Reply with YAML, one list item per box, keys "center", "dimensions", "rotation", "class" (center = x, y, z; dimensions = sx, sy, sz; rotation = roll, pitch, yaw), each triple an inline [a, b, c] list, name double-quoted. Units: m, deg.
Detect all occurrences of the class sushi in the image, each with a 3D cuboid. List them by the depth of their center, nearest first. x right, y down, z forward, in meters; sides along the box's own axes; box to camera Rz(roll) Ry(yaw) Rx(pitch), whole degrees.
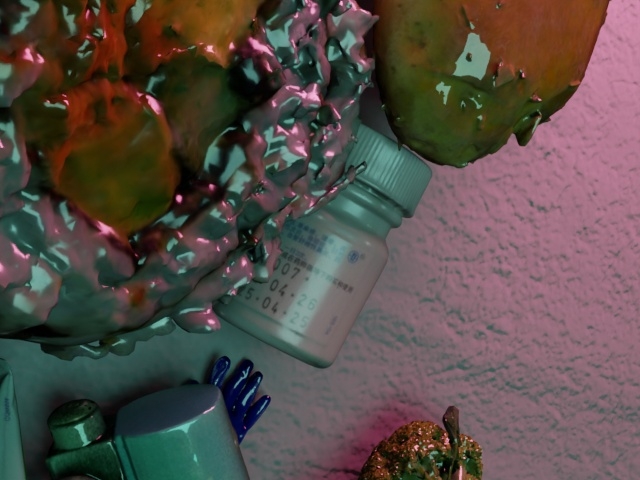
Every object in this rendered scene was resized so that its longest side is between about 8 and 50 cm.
- center: [-0.140, -0.117, 0.650]
  dimensions: [0.417, 0.176, 0.418]
  rotation: [-23, 130, -31]
  class: "sushi"

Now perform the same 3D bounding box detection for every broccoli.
- center: [0.085, 0.211, 0.906]
  dimensions: [0.131, 0.120, 0.130]
  rotation: [-31, 127, -22]
  class: "broccoli"

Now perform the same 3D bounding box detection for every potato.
- center: [0.125, -0.189, 0.802]
  dimensions: [0.191, 0.141, 0.296]
  rotation: [29, 71, -28]
  class: "potato"

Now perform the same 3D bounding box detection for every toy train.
- center: [-0.104, 0.215, 0.798]
  dimensions: [0.159, 0.101, 0.248]
  rotation: [-17, 109, -2]
  class: "toy train"

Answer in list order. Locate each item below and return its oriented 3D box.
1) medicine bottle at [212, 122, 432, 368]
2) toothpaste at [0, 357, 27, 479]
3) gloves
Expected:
- center: [0.000, 0.000, 0.824]
  dimensions: [0.105, 0.105, 0.168]
  rotation: [31, 86, -30]
  class: "medicine bottle"
- center: [-0.221, 0.212, 0.775]
  dimensions: [0.048, 0.074, 0.297]
  rotation: [-17, 112, -44]
  class: "toothpaste"
- center: [-0.076, 0.128, 0.854]
  dimensions: [0.064, 0.026, 0.086]
  rotation: [44, 79, -27]
  class: "gloves"
